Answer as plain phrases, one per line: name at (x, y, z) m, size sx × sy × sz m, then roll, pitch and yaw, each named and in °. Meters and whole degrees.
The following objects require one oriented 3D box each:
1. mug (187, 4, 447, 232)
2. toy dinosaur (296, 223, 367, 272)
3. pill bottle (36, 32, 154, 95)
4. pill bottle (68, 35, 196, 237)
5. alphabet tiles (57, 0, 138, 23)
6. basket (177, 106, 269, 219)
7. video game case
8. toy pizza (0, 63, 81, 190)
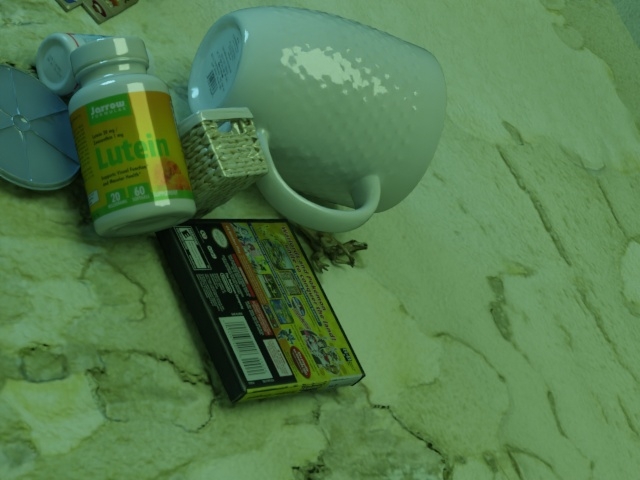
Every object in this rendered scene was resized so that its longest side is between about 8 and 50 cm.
mug at (-0.015, -0.174, 1.985) m, size 0.328 × 0.276 × 0.374 m, roll 16°, pitch 50°, yaw -31°
toy dinosaur at (0.000, 0.000, 2.052) m, size 0.183 × 0.053 × 0.093 m, roll 29°, pitch 24°, yaw -34°
pill bottle at (-0.314, -0.246, 1.869) m, size 0.160 × 0.087 × 0.087 m, roll -6°, pitch 64°, yaw -51°
pill bottle at (-0.255, -0.137, 1.743) m, size 0.136 × 0.136 × 0.246 m, roll -4°, pitch 78°, yaw -50°
alphabet tiles at (-0.387, -0.439, 2.028) m, size 0.237 × 0.009 × 0.198 m, roll 49°, pitch 34°, yaw -5°
basket at (-0.167, -0.102, 1.842) m, size 0.113 × 0.167 × 0.103 m, roll -12°, pitch 75°, yaw -52°
video game case at (-0.082, 0.090, 1.848) m, size 0.248 × 0.035 × 0.275 m, roll -1°, pitch 57°, yaw -48°
toy pizza at (-0.399, -0.145, 1.731) m, size 0.201 × 0.032 × 0.201 m, roll 30°, pitch 39°, yaw -28°
